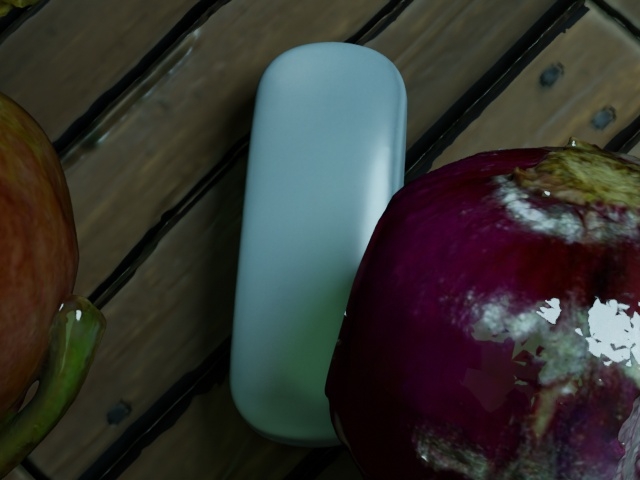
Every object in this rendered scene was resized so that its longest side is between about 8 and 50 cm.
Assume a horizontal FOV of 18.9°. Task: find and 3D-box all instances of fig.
[{"bbox_3d":[-0.190,0.022,0.784,0.205,0.205,0.205,-2,73,6],"label":"fig"}]

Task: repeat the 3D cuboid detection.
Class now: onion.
[{"bbox_3d":[0.076,0.068,0.753,0.140,0.195,0.218,20,116,12],"label":"onion"}]

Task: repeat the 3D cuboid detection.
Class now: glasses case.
[{"bbox_3d":[0.000,0.000,0.830,0.067,0.045,0.178,2,74,8],"label":"glasses case"}]

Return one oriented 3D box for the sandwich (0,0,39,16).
[{"bbox_3d":[-0.182,-0.175,0.806,0.271,0.099,0.301,-23,35,5],"label":"sandwich"}]
